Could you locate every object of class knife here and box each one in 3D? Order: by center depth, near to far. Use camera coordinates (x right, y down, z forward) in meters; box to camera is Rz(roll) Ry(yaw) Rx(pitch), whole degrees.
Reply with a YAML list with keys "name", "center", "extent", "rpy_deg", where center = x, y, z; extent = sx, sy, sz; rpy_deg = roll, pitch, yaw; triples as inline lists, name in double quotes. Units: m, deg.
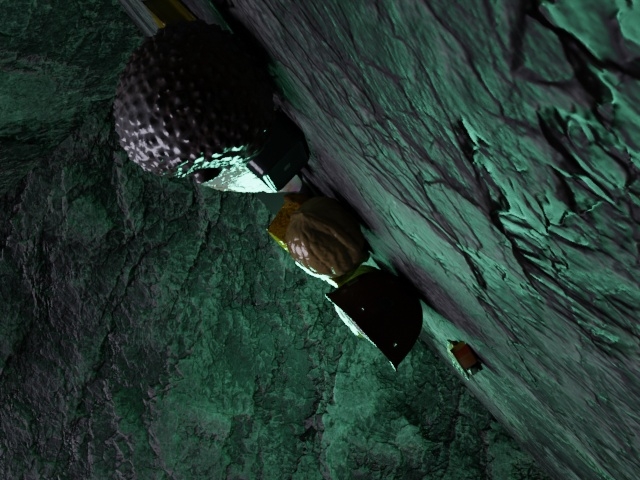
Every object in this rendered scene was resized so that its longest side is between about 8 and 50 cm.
- name: "knife"
  center: [-0.075, -0.228, 1.718]
  extent: [0.061, 0.027, 0.343]
  rpy_deg: [39, 172, 49]

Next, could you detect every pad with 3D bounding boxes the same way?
- name: "pad"
  center: [-0.202, -0.242, 1.876]
  extent: [0.375, 0.315, 0.063]
  rpy_deg: [50, -139, -34]

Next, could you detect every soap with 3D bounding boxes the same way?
- name: "soap"
  center: [-0.305, -0.474, 1.154]
  extent: [0.233, 0.076, 0.135]
  rpy_deg: [48, 177, 10]

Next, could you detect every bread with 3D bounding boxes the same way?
- name: "bread"
  center: [0.000, 0.000, 1.778]
  extent: [0.398, 0.215, 0.398]
  rpy_deg: [38, 173, 5]

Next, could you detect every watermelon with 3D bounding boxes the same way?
- name: "watermelon"
  center: [-0.213, -0.277, 1.411]
  extent: [0.292, 0.319, 0.222]
  rpy_deg: [102, 164, -68]

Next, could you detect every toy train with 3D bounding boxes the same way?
- name: "toy train"
  center: [0.454, 0.370, 1.572]
  extent: [0.118, 0.074, 0.176]
  rpy_deg: [57, -178, -4]

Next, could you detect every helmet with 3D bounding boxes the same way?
- name: "helmet"
  center: [0.207, 0.227, 1.614]
  extent: [0.337, 0.230, 0.385]
  rpy_deg: [46, 178, 4]

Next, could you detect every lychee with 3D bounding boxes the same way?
- name: "lychee"
  center: [-0.234, -0.244, 0.887]
  extent: [0.300, 0.300, 0.300]
  rpy_deg: [48, 178, 2]

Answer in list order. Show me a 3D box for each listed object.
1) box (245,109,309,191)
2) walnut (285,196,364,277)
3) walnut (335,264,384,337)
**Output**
- name: "box"
  center: [-0.105, -0.205, 1.171]
  extent: [0.090, 0.144, 0.201]
  rpy_deg: [43, 176, 10]
- name: "walnut"
  center: [0.010, -0.008, 1.409]
  extent: [0.225, 0.225, 0.261]
  rpy_deg: [46, 178, 46]
- name: "walnut"
  center: [0.189, 0.242, 1.930]
  extent: [0.277, 0.282, 0.253]
  rpy_deg: [43, 139, -17]
